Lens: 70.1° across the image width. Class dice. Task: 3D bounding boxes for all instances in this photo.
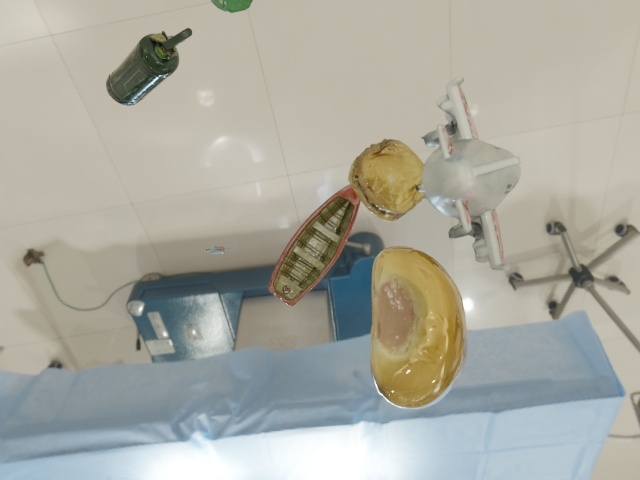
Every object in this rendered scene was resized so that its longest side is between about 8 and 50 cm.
[{"bbox_3d":[-0.281,-0.793,1.404,0.120,0.128,0.131,-29,156,-26],"label":"dice"}]

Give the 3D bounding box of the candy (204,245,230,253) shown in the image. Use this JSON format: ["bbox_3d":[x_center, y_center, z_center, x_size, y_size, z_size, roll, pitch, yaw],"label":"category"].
[{"bbox_3d":[-0.293,0.027,1.291,0.083,0.020,0.030,1,149,-48],"label":"candy"}]

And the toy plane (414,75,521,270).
[{"bbox_3d":[0.197,-0.082,0.589,0.118,0.252,0.252,-14,126,25],"label":"toy plane"}]

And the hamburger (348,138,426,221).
[{"bbox_3d":[0.130,-0.114,0.850,0.138,0.083,0.147,-42,96,-21],"label":"hamburger"}]

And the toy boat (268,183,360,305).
[{"bbox_3d":[0.000,0.000,1.266,0.136,0.079,0.392,35,86,4],"label":"toy boat"}]

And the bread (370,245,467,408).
[{"bbox_3d":[0.110,0.110,0.498,0.091,0.142,0.305,2,161,15],"label":"bread"}]

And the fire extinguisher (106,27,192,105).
[{"bbox_3d":[-0.410,-0.416,1.088,0.311,0.114,0.095,-6,122,50],"label":"fire extinguisher"}]
